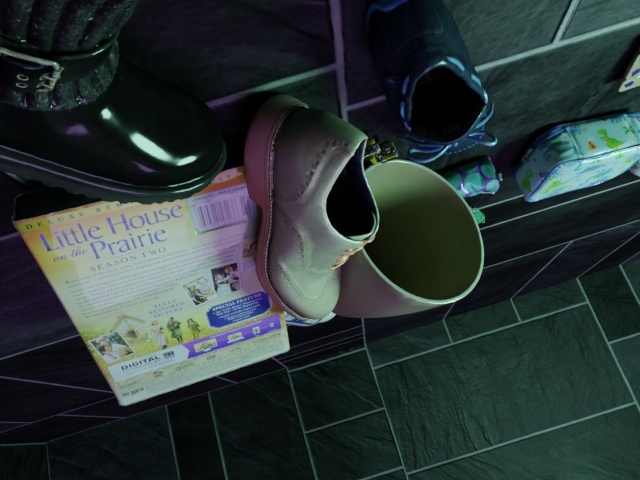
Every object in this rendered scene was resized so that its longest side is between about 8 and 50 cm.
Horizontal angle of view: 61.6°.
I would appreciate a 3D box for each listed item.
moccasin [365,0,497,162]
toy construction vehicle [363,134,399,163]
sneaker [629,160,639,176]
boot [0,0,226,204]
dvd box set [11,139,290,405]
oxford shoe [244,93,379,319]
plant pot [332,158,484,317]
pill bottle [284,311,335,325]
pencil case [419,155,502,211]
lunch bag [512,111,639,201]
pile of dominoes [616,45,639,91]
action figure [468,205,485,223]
[{"bbox_3d":[0.138,-0.164,0.667,0.137,0.117,0.342,-26,158,23],"label":"moccasin"},{"bbox_3d":[0.065,-0.134,0.822,0.098,0.035,0.086,-20,171,14],"label":"toy construction vehicle"},{"bbox_3d":[0.798,-0.175,1.208,0.297,0.111,0.129,-8,164,-20],"label":"sneaker"},{"bbox_3d":[-0.173,-0.151,0.428,0.348,0.131,0.260,5,151,-45],"label":"boot"},{"bbox_3d":[-0.214,0.071,0.811,0.307,0.062,0.420,-17,135,-13],"label":"dvd box set"},{"bbox_3d":[0.000,0.000,0.737,0.140,0.146,0.397,-52,152,-30],"label":"oxford shoe"},{"bbox_3d":[0.103,0.035,0.967,0.256,0.257,0.274,-5,158,-30],"label":"plant pot"},{"bbox_3d":[-0.058,0.111,1.180,0.153,0.153,0.264,-24,159,19],"label":"pill bottle"},{"bbox_3d":[0.257,-0.100,1.004,0.151,0.070,0.064,-19,-176,10],"label":"pencil case"},{"bbox_3d":[0.490,-0.155,1.022,0.218,0.090,0.176,-14,159,-8],"label":"lunch bag"},{"bbox_3d":[0.582,-0.302,0.764,0.251,0.040,0.196,-19,156,3],"label":"pile of dominoes"},{"bbox_3d":[0.265,-0.048,1.158,0.232,0.064,0.137,-1,153,-29],"label":"action figure"}]
